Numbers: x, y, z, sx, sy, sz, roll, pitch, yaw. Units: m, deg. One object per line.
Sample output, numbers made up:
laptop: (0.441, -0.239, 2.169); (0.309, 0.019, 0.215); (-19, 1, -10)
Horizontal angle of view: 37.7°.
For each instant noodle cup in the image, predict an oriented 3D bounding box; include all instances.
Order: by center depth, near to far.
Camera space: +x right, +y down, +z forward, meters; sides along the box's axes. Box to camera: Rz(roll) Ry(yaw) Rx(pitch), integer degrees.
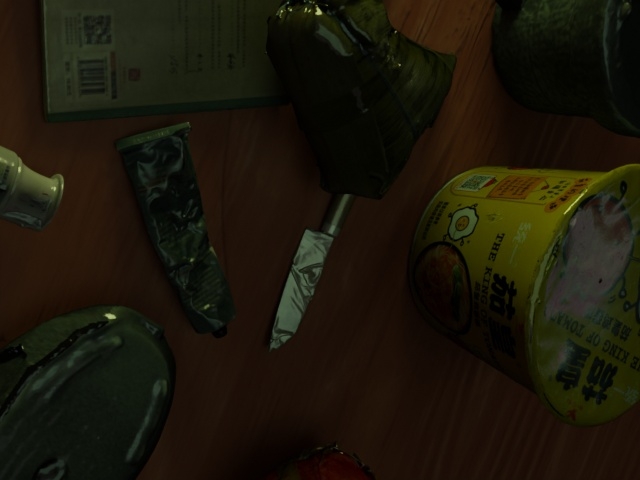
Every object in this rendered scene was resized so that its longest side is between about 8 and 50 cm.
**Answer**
instant noodle cup: (0.287, 0.044, 1.211); (0.325, 0.254, 0.326); (-10, 108, -33)

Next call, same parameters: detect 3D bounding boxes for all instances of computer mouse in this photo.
computer mouse: (-0.295, 0.221, 0.927); (0.374, 0.114, 0.203); (-51, 124, -23)

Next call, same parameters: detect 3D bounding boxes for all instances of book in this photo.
book: (-0.148, -0.233, 0.958); (0.282, 0.025, 0.215); (-8, 110, -34)

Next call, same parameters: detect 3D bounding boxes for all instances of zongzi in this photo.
zongzi: (0.065, -0.220, 1.055); (0.274, 0.125, 0.251); (-52, 137, -30)

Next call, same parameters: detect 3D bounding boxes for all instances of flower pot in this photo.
flower pot: (0.395, -0.282, 1.180); (0.299, 0.282, 0.299); (-11, 110, -33)

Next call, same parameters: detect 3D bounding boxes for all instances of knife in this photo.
knife: (-0.001, 0.000, 1.138); (0.047, 0.017, 0.298); (24, 88, -30)

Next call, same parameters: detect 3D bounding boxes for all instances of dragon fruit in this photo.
dragon fruit: (-0.012, 0.315, 1.139); (0.218, 0.223, 0.148); (32, 45, -47)

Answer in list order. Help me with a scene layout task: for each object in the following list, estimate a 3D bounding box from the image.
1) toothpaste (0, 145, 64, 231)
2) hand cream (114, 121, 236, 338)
toothpaste: (-0.382, -0.090, 0.808); (0.323, 0.066, 0.100); (23, 89, -33)
hand cream: (-0.143, -0.002, 1.011); (0.075, 0.052, 0.248); (-28, 118, -28)
